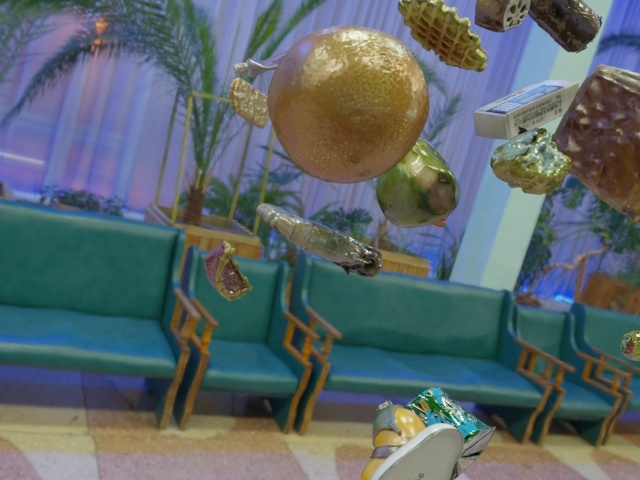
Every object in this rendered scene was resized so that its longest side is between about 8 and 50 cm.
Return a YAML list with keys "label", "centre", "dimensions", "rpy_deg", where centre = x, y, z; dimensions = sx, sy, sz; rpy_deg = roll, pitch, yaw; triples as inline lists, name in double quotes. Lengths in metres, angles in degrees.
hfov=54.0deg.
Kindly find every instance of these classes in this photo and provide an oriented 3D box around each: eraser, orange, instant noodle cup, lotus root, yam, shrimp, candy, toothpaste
- label: "eraser"
  centre: [0.562, -0.359, 1.710]
  dimensions: [0.279, 0.081, 0.124]
  rpy_deg: [-26, 25, -21]
- label: "orange"
  centre: [0.048, -0.232, 1.075]
  dimensions: [0.274, 0.274, 0.274]
  rpy_deg: [16, 9, -3]
- label: "instant noodle cup"
  centre: [0.308, 0.511, 1.647]
  dimensions: [0.240, 0.240, 0.178]
  rpy_deg: [6, 31, -48]
- label: "lotus root"
  centre: [0.416, -0.537, 1.435]
  dimensions: [0.122, 0.112, 0.081]
  rpy_deg: [-26, 50, -34]
- label: "yam"
  centre: [0.605, -0.624, 1.652]
  dimensions: [0.280, 0.131, 0.131]
  rpy_deg: [36, 4, -15]
- label: "shrimp"
  centre: [0.000, 0.000, 1.911]
  dimensions: [0.446, 0.109, 0.221]
  rpy_deg: [27, 4, -21]
- label: "candy"
  centre: [0.654, 0.194, 1.142]
  dimensions: [0.201, 0.060, 0.060]
  rpy_deg: [0, 6, 13]
- label: "toothpaste"
  centre: [-0.074, -0.461, 1.603]
  dimensions: [0.301, 0.048, 0.075]
  rpy_deg: [-15, 63, -14]

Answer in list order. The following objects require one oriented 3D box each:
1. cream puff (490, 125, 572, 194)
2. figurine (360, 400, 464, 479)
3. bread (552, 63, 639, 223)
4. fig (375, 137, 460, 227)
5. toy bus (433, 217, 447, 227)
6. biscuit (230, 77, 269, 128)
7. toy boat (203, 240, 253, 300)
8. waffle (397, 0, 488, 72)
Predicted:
- label: "cream puff"
  centre: [0.430, -0.148, 1.287]
  dimensions: [0.156, 0.156, 0.121]
  rpy_deg: [11, -30, -30]
- label: "figurine"
  centre: [0.105, 0.364, 1.027]
  dimensions: [0.166, 0.250, 0.141]
  rpy_deg: [46, -3, -40]
- label: "bread"
  centre: [0.712, -0.220, 1.420]
  dimensions: [0.167, 0.277, 0.324]
  rpy_deg: [0, 35, -40]
- label: "fig"
  centre: [0.213, -0.172, 1.499]
  dimensions: [0.206, 0.274, 0.206]
  rpy_deg: [-24, 14, 6]
- label: "toy bus"
  centre: [0.308, -0.181, 1.945]
  dimensions: [0.143, 0.153, 0.329]
  rpy_deg: [18, 30, -16]
- label: "biscuit"
  centre: [-0.224, -0.442, 2.034]
  dimensions: [0.029, 0.118, 0.247]
  rpy_deg: [0, -7, 23]
- label: "toy boat"
  centre: [-0.259, 0.088, 1.758]
  dimensions: [0.099, 0.140, 0.318]
  rpy_deg: [4, -23, 5]
- label: "waffle"
  centre: [0.309, -0.533, 1.617]
  dimensions: [0.250, 0.056, 0.261]
  rpy_deg: [41, 0, -35]
